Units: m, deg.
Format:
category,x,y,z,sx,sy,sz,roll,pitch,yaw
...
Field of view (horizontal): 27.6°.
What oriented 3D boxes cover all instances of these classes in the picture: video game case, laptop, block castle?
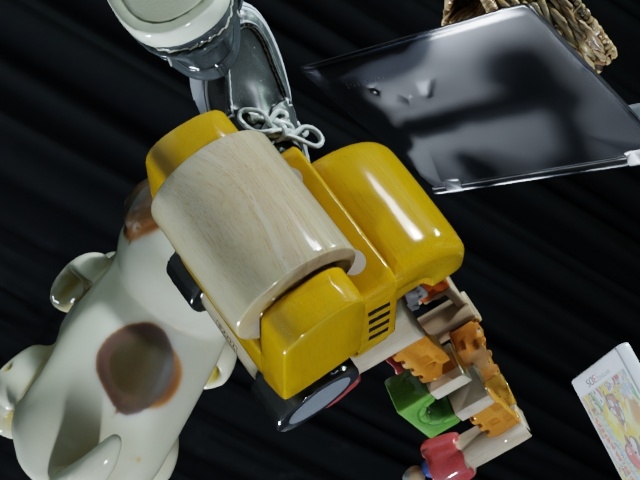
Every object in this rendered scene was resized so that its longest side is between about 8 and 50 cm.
category,x,y,z,sx,sy,sz,roll,pitch,yaw
video game case,0.443,0.272,1.829,0.026,0.227,0.206,-23,165,-14
laptop,0.271,-0.201,1.613,0.408,0.236,0.382,-30,-165,-37
block castle,0.085,0.147,1.814,0.213,0.453,0.303,-32,-129,14

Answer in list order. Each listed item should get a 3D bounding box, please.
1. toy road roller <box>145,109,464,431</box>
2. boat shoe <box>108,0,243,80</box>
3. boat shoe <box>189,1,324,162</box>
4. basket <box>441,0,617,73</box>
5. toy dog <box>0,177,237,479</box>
category,x,y,z,sx,sy,sz,roll,pitch,yaw
toy road roller,0.000,0.000,1.149,0.241,0.202,0.329,-34,162,-11
boat shoe,-0.135,-0.262,1.020,0.127,0.340,0.113,-30,149,3
boat shoe,-0.062,-0.102,1.375,0.105,0.113,0.306,8,-77,57
basket,0.271,-0.309,2.008,0.223,0.213,0.299,-42,-159,3
toy dog,-0.230,0.110,1.631,0.408,0.285,0.395,-56,-179,0
